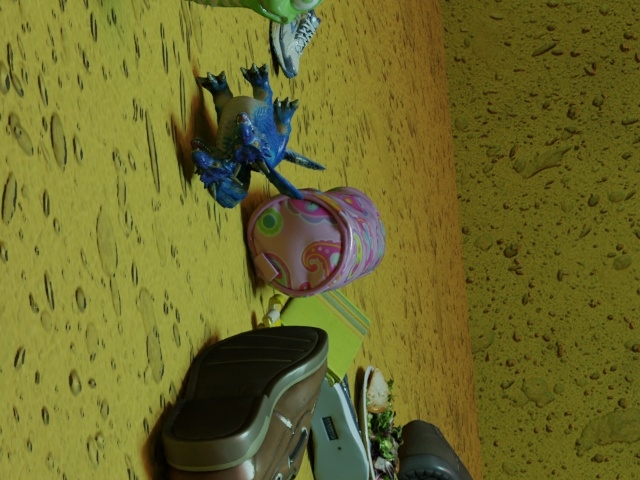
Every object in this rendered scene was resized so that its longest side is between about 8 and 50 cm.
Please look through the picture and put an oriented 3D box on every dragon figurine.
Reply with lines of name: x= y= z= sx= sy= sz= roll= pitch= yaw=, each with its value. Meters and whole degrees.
dragon figurine: x=-0.064 y=-0.079 z=1.623 sx=0.289 sy=0.085 sz=0.144 roll=58 pitch=27 yaw=-65

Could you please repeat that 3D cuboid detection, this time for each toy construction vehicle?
toy construction vehicle: x=-0.047 y=0.115 z=1.743 sx=0.086 sy=0.035 sz=0.098 roll=-47 pitch=127 yaw=-63

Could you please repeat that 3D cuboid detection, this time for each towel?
towel: x=0.003 y=0.100 z=1.926 sx=0.102 sy=0.021 sz=0.237 roll=43 pitch=16 yaw=-2

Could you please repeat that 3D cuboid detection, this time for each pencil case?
pencil case: x=0.000 y=0.000 z=1.842 sx=0.284 sy=0.124 sz=0.124 roll=-13 pitch=95 yaw=-80

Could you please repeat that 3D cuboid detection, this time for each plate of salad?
plate of salad: x=0.090 y=0.275 z=2.319 sx=0.200 sy=0.048 sz=0.199 roll=-8 pitch=90 yaw=-80

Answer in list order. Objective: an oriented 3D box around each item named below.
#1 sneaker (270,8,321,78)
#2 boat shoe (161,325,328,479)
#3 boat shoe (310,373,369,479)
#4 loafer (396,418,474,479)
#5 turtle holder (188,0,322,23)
sneaker: x=-0.030 y=-0.264 z=2.021 sx=0.052 sy=0.058 sz=0.135 roll=61 pitch=24 yaw=-64
boat shoe: x=-0.065 y=0.163 z=1.430 sx=0.307 sy=0.111 sz=0.104 roll=-44 pitch=130 yaw=-65
boat shoe: x=0.020 y=0.216 z=1.924 sx=0.083 sy=0.065 sz=0.183 roll=-78 pitch=157 yaw=-63
loafer: x=0.202 y=0.400 z=2.594 sx=0.366 sy=0.134 sz=0.130 roll=70 pitch=17 yaw=-51
turtle holder: x=-0.080 y=-0.361 z=1.342 sx=0.243 sy=0.228 sz=0.320 roll=71 pitch=15 yaw=-51
